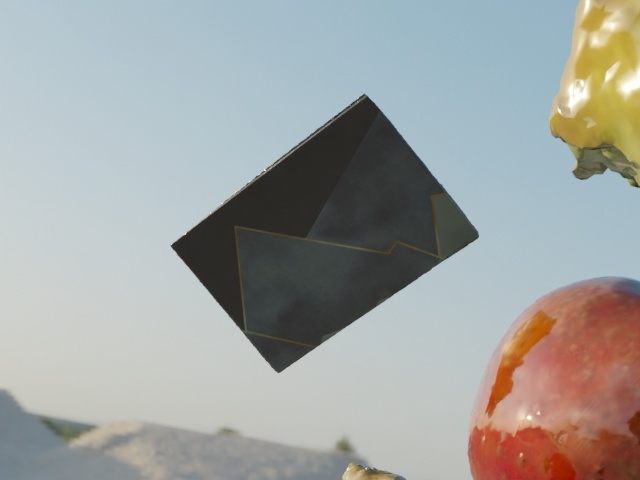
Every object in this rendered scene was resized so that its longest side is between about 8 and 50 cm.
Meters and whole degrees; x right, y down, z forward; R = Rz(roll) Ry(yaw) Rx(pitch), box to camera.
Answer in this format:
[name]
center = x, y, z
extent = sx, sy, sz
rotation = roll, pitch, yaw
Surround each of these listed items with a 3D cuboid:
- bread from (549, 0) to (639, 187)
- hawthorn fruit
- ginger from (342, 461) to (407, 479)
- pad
[bread]
center = 0.315, -0.065, 0.555
extent = 0.395, 0.264, 0.239
rotation = 16, 8, -37
[hawthorn fruit]
center = 0.259, 0.156, 1.181
extent = 0.284, 0.284, 0.284
rotation = 11, -8, 2
[ginger]
center = 0.050, 0.216, 1.026
extent = 0.067, 0.096, 0.165
rotation = -30, -38, -3
[pad]
center = 0.000, 0.000, 1.271
extent = 0.163, 0.243, 0.004
rotation = 50, 22, -9
